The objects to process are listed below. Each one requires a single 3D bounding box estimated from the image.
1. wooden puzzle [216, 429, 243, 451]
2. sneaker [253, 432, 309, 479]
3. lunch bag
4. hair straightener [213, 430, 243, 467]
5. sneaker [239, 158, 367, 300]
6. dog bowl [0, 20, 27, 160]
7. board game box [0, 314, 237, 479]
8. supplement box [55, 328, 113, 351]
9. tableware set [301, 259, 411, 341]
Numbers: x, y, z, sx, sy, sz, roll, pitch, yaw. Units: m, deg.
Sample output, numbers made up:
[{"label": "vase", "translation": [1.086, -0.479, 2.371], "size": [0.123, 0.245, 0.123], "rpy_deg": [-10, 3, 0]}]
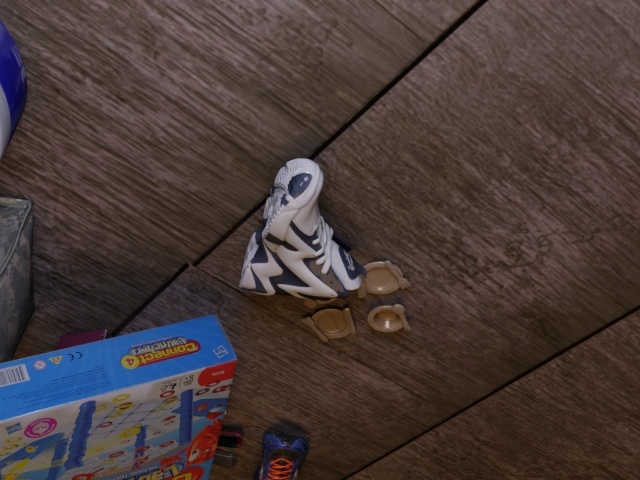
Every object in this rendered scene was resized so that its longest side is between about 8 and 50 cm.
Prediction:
[{"label": "wooden puzzle", "translation": [-0.168, 0.347, 1.458], "size": [0.083, 0.006, 0.049], "rpy_deg": [-30, 124, 28]}, {"label": "sneaker", "translation": [-0.070, 0.405, 1.450], "size": [0.083, 0.087, 0.221], "rpy_deg": [8, 134, -4]}, {"label": "lunch bag", "translation": [-0.473, 0.112, 1.067], "size": [0.168, 0.287, 0.235], "rpy_deg": [11, 134, -7]}, {"label": "hair straightener", "translation": [-0.247, 0.341, 1.397], "size": [0.230, 0.089, 0.047], "rpy_deg": [12, 132, -3]}, {"label": "sneaker", "translation": [0.000, 0.000, 1.058], "size": [0.153, 0.094, 0.235], "rpy_deg": [16, 133, -12]}, {"label": "dog bowl", "translation": [-0.464, -0.168, 0.924], "size": [0.264, 0.104, 0.265], "rpy_deg": [2, 133, 2]}, {"label": "board game box", "translation": [-0.287, 0.260, 1.151], "size": [0.308, 0.086, 0.302], "rpy_deg": [-12, 138, -28]}, {"label": "supplement box", "translation": [-0.333, 0.237, 1.299], "size": [0.080, 0.104, 0.188], "rpy_deg": [-10, 131, 14]}, {"label": "tableware set", "translation": [0.048, 0.089, 1.188], "size": [0.168, 0.020, 0.141], "rpy_deg": [-10, 132, 14]}]
